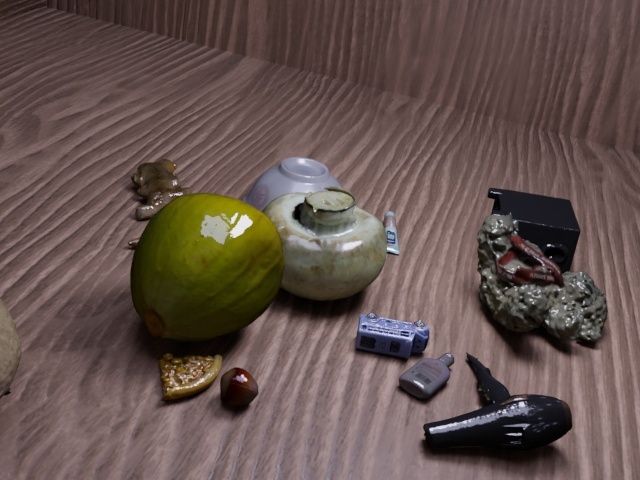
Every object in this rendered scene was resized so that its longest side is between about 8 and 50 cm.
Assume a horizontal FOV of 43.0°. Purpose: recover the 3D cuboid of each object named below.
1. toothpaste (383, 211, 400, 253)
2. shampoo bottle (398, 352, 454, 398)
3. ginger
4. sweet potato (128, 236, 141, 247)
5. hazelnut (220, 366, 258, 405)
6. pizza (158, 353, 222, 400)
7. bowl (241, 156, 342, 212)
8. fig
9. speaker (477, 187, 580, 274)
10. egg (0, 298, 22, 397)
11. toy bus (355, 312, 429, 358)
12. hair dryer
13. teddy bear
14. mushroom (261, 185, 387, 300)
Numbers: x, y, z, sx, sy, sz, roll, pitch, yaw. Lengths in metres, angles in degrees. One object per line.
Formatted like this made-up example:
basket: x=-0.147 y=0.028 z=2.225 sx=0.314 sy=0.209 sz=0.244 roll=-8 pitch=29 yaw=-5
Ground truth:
toothpaste: x=0.205 y=-0.021 z=2.398 sx=0.056 sy=0.036 sz=0.205 roll=9 pitch=32 yaw=-1
shampoo bottle: x=0.246 y=0.295 z=1.810 sx=0.080 sy=0.040 sz=0.165 roll=26 pitch=31 yaw=29
ginger: x=-0.466 y=-0.164 z=2.372 sx=0.166 sy=0.080 sz=0.333 roll=-9 pitch=29 yaw=-11
sweet potato: x=-0.418 y=-0.005 z=2.132 sx=0.179 sy=0.044 sz=0.044 roll=-6 pitch=32 yaw=-28
hazelnut: x=-0.163 y=0.296 z=1.629 sx=0.086 sy=0.086 sz=0.086 roll=9 pitch=28 yaw=-5
pizza: x=-0.279 y=0.267 z=1.673 sx=0.178 sy=0.041 sz=0.131 roll=-18 pitch=37 yaw=-43
bowl: x=-0.057 y=-0.148 z=2.410 sx=0.345 sy=0.157 sz=0.345 roll=9 pitch=27 yaw=-5
fig: x=-0.257 y=0.067 z=1.764 sx=0.343 sy=0.343 sz=0.343 roll=9 pitch=28 yaw=-5
speaker: x=0.601 y=-0.018 z=2.376 sx=0.254 sy=0.184 sz=0.232 roll=9 pitch=27 yaw=4
egg: x=-0.673 y=0.189 z=1.450 sx=0.279 sy=0.279 sz=0.310 roll=-17 pitch=24 yaw=-42
toy bus: x=0.166 y=0.226 z=1.880 sx=0.167 sy=0.073 sz=0.076 roll=9 pitch=30 yaw=4
hair dryer: x=0.339 y=0.337 z=1.749 sx=0.303 sy=0.120 sz=0.359 roll=-8 pitch=20 yaw=-5
teddy bear: x=0.590 y=0.119 z=2.097 sx=0.367 sy=0.224 sz=0.357 roll=5 pitch=42 yaw=-17
mushroom: x=0.000 y=0.000 z=2.042 sx=0.352 sy=0.260 sz=0.352 roll=4 pitch=31 yaw=-3
